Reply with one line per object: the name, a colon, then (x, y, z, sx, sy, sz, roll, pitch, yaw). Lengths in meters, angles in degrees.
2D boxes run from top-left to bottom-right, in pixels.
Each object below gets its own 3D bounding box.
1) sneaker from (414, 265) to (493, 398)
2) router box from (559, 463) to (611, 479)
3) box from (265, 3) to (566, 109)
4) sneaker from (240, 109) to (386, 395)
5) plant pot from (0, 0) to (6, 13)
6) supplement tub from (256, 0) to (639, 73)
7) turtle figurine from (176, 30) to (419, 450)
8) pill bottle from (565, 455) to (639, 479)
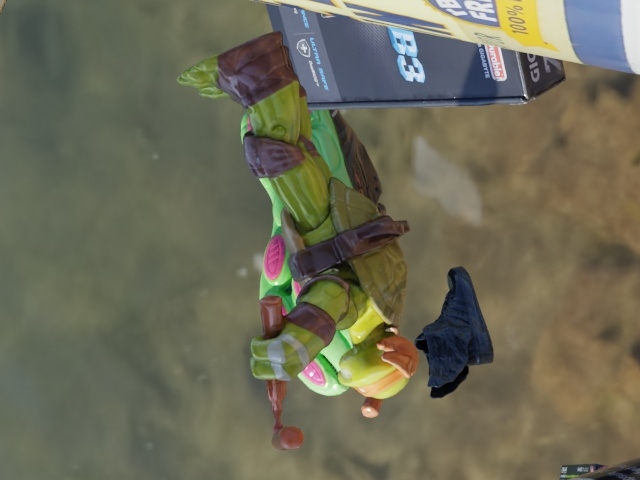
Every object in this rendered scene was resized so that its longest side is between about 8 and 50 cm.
sneaker: (0.150, 0.105, 1.689, 0.051, 0.089, 0.170, 82, 174, -51)
router box: (0.314, 0.262, 1.508, 0.122, 0.092, 0.038, 132, 148, -78)
box: (0.059, -0.266, 1.273, 0.293, 0.073, 0.295, 6, 117, 46)
sneaker: (0.024, -0.012, 1.908, 0.185, 0.202, 0.482, -29, 50, 30)
plant pot: (-0.265, -0.124, 0.281, 0.280, 0.323, 0.323, 51, 122, 19)
supplement tub: (-0.002, -0.185, 0.432, 0.316, 0.228, 0.228, 14, 101, 19)
turtle figurine: (0.000, 0.000, 0.752, 0.087, 0.269, 0.217, -24, 90, 17)
pill bottle: (0.206, 0.173, 0.642, 0.181, 0.323, 0.181, 166, 90, -72)
